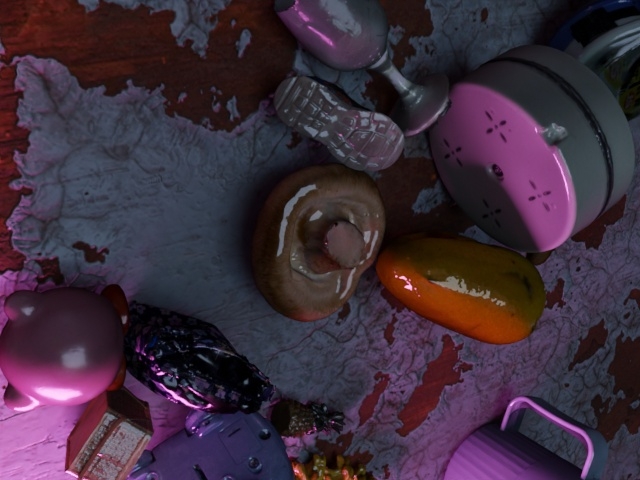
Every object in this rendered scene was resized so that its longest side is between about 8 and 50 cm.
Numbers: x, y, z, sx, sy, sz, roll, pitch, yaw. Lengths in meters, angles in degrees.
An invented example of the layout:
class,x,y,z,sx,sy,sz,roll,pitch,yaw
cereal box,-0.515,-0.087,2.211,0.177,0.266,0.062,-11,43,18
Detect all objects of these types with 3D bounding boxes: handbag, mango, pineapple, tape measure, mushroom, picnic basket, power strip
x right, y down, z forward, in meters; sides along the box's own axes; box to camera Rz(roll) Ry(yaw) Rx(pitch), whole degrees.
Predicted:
class,x,y,z,sx,sy,sz,roll,pitch,yaw
handbag,-0.194,0.187,1.074,0.229,0.208,0.126,33,82,-32
mango,0.252,0.084,1.285,0.365,0.253,0.182,14,93,-37
pineapple,-0.018,0.337,1.318,0.159,0.074,0.074,18,95,-42
tape measure,0.565,-0.341,1.357,0.262,0.138,0.259,-25,141,1
mushroom,0.000,0.000,1.176,0.278,0.146,0.278,-18,119,-36
picnic basket,-0.316,0.292,1.056,0.079,0.164,0.115,35,85,-18
power strip,0.353,-0.155,1.239,0.161,0.357,0.357,-34,120,-20

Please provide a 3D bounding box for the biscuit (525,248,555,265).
class,x,y,z,sx,sy,sz,roll,pitch,yaw
biscuit,0.484,-0.045,1.440,0.042,0.226,0.226,28,89,9

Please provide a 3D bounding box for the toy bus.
class,x,y,z,sx,sy,sz,roll,pitch,yaw
toy bus,-0.181,0.417,1.161,0.294,0.197,0.232,-35,151,-11

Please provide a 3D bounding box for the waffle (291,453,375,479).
class,x,y,z,sx,sy,sz,roll,pitch,yaw
waffle,-0.024,0.554,1.379,0.260,0.069,0.293,27,89,-36

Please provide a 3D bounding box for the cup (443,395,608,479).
class,x,y,z,sx,sy,sz,roll,pitch,yaw
cup,0.446,0.540,1.515,0.257,0.311,0.331,-19,113,-26

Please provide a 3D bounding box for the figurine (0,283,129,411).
class,x,y,z,sx,sy,sz,roll,pitch,yaw
figurine,-0.359,0.148,0.986,0.173,0.173,0.173,-10,110,-29

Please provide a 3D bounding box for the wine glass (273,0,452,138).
class,x,y,z,sx,sy,sz,roll,pitch,yaw
wine glass,0.071,-0.303,1.129,0.321,0.143,0.143,36,85,-34

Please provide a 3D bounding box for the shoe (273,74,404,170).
class,x,y,z,sx,sy,sz,roll,pitch,yaw
shoe,0.024,-0.194,1.145,0.228,0.125,0.099,28,102,-17
